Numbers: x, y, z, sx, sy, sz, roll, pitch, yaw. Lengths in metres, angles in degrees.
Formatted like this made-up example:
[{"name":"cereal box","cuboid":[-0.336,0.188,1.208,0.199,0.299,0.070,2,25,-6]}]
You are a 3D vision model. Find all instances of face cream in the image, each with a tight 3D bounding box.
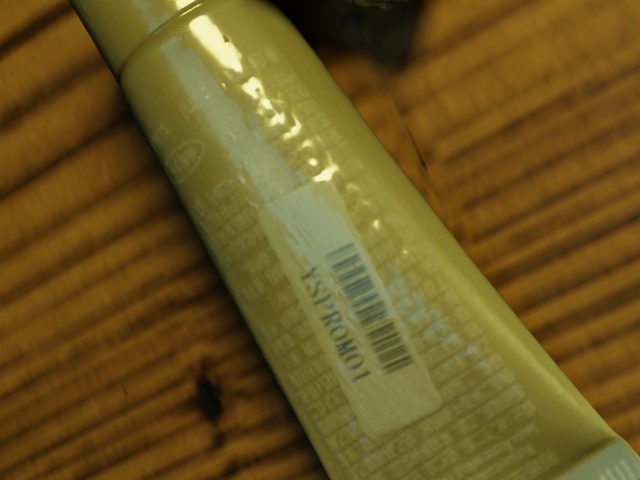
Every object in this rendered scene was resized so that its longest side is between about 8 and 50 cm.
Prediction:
[{"name":"face cream","cuboid":[0.000,0.000,0.712,0.137,0.084,0.341,-36,80,16]}]

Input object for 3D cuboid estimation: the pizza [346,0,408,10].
[{"name":"pizza","cuboid":[-0.039,-0.189,0.691,0.176,0.036,0.184,-4,79,-5]}]
